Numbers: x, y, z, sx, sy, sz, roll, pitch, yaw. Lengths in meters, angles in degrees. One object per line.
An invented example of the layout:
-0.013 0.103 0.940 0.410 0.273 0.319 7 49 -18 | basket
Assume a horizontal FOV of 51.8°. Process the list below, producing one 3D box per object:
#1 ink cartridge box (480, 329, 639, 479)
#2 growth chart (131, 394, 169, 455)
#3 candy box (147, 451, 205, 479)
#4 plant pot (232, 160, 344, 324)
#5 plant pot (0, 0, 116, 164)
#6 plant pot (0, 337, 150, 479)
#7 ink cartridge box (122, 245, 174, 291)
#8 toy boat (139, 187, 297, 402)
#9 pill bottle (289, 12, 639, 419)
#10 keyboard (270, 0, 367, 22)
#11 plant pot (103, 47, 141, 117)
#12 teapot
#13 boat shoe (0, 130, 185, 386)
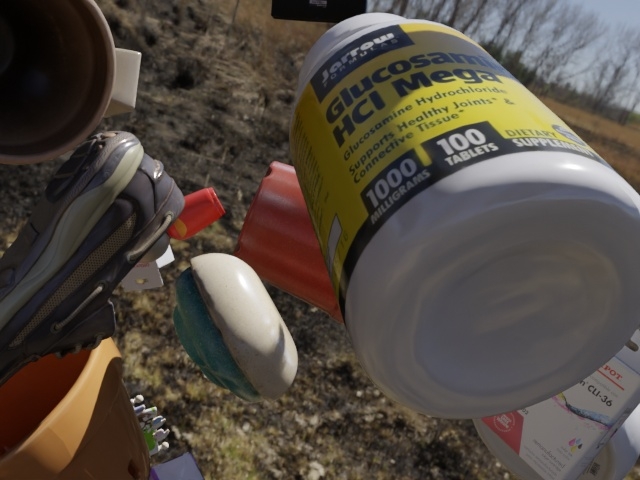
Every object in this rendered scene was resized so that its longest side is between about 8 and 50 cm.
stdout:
0.299 0.174 0.772 0.115 0.198 0.067 41 9 38 | ink cartridge box
-0.405 0.405 1.366 0.172 0.237 0.021 -25 50 -20 | growth chart
-0.218 0.461 1.032 0.070 0.196 0.165 -12 50 -39 | candy box
0.000 0.000 1.168 0.265 0.272 0.272 22 17 -3 | plant pot
-0.456 -0.263 0.918 0.263 0.262 0.229 0 22 -45 | plant pot
-0.340 0.246 0.783 0.291 0.203 0.290 -19 30 11 | plant pot
-0.368 0.006 1.332 0.104 0.180 0.060 -9 14 25 | ink cartridge box
-0.149 0.076 0.867 0.318 0.148 0.267 59 -6 26 | toy boat
0.078 -0.051 0.499 0.188 0.187 0.333 11 32 -21 | pill bottle
0.000 -0.478 1.291 0.192 0.100 0.038 8 13 11 | keyboard
-0.397 -0.290 1.179 0.109 0.109 0.096 0 -7 44 | plant pot
0.353 0.219 0.944 0.187 0.252 0.256 -32 4 -38 | teapot
-0.261 0.061 0.652 0.130 0.355 0.132 38 -2 -32 | boat shoe
